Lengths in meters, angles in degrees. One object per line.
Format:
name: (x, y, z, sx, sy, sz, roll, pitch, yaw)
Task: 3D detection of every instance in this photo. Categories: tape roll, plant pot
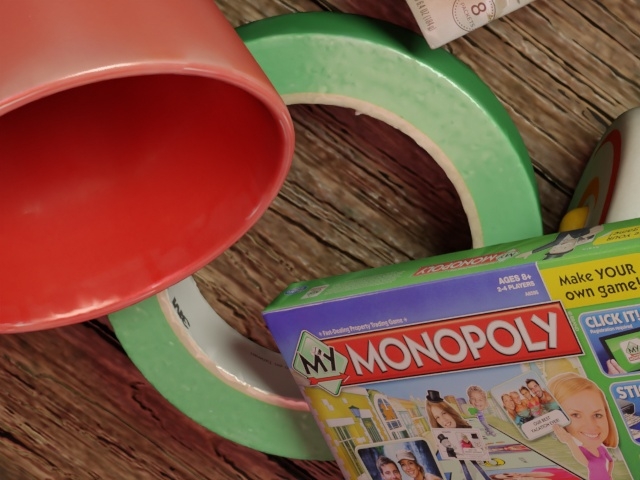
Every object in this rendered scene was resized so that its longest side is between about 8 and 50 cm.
tape roll: (0.000, 0.000, 1.217, 0.321, 0.077, 0.321, 2, 109, 5)
plant pot: (-0.183, -0.112, 1.058, 0.275, 0.275, 0.243, -34, 62, 16)

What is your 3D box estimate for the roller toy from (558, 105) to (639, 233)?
roller toy: (0.230, 0.012, 1.138, 0.146, 0.209, 0.191, 19, 100, -2)

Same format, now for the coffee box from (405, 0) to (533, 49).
coffee box: (0.153, -0.247, 1.102, 0.246, 0.098, 0.141, -25, 105, 14)

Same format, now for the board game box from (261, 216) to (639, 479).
board game box: (0.128, 0.106, 1.097, 0.317, 0.046, 0.214, -12, 111, 42)
